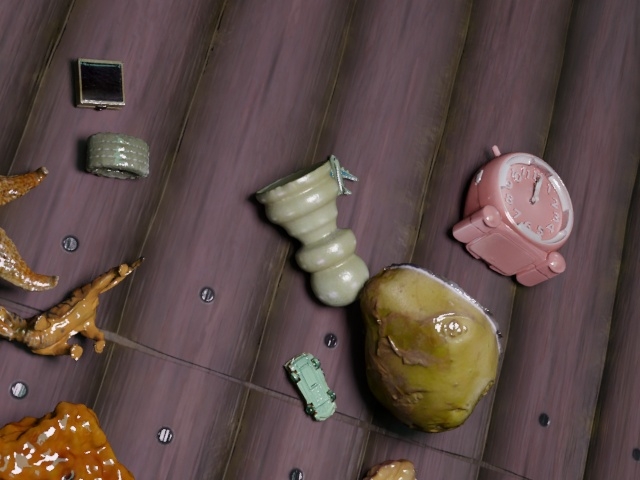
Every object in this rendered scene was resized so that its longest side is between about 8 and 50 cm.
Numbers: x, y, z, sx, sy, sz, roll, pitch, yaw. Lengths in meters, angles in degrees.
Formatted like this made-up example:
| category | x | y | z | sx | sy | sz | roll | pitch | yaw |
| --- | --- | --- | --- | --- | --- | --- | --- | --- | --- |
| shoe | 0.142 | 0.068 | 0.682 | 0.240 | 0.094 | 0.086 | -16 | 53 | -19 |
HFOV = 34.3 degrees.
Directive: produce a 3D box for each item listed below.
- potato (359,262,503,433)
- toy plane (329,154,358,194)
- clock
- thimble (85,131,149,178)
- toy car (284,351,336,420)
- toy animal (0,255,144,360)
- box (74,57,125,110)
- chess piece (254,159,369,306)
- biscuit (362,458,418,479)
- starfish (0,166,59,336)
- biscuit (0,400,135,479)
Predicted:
| category | x | y | z | sx | sy | sz | roll | pitch | yaw |
| --- | --- | --- | --- | --- | --- | --- | --- | --- | --- |
| potato | 0.173 | 0.204 | 1.804 | 0.196 | 0.246 | 0.299 | -55 | 128 | -33 |
| toy plane | 0.030 | -0.119 | 1.936 | 0.080 | 0.033 | 0.083 | -11 | 78 | -28 |
| clock | 0.387 | -0.062 | 2.060 | 0.227 | 0.142 | 0.241 | 33 | 58 | -19 |
| thimble | -0.334 | -0.139 | 1.723 | 0.110 | 0.084 | 0.062 | 11 | 77 | -38 |
| toy car | -0.015 | 0.260 | 1.837 | 0.059 | 0.035 | 0.122 | -31 | 103 | -29 |
| toy animal | -0.381 | 0.106 | 1.656 | 0.255 | 0.116 | 0.114 | -34 | 123 | -33 |
| box | -0.373 | -0.261 | 1.753 | 0.079 | 0.035 | 0.083 | -1 | 80 | -28 |
| chess piece | 0.000 | 0.000 | 1.849 | 0.144 | 0.144 | 0.251 | -30 | 101 | -29 |
| biscuit | 0.108 | 0.473 | 1.845 | 0.118 | 0.061 | 0.183 | 20 | 69 | -21 |
| starfish | -0.559 | -0.021 | 1.557 | 0.327 | 0.094 | 0.375 | -11 | 70 | -19 |
| biscuit | -0.401 | 0.415 | 1.485 | 0.318 | 0.110 | 0.312 | -36 | 102 | -29 |
